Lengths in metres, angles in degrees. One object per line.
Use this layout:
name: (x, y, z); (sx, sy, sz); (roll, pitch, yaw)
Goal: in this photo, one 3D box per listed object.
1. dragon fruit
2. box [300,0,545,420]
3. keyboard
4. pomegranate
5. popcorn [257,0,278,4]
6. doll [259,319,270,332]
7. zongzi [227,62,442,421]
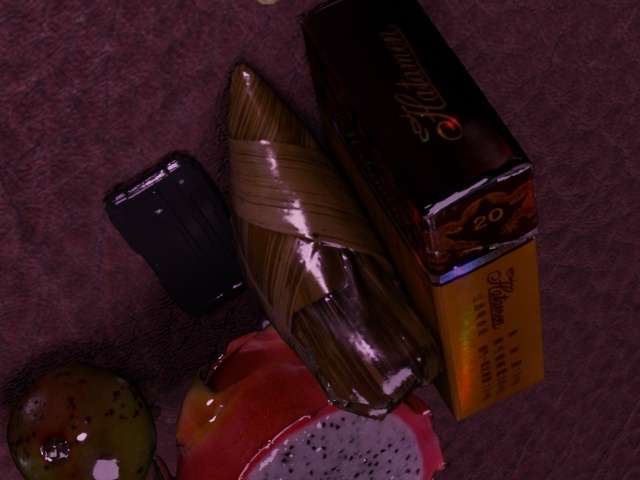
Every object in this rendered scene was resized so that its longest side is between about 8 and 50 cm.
dragon fruit: (-0.042, 0.213, 1.899); (0.305, 0.226, 0.305); (-21, 134, -23)
box: (0.108, -0.031, 1.755); (0.116, 0.264, 0.415); (-25, 147, -7)
keyboard: (-0.133, -0.002, 1.826); (0.106, 0.016, 0.262); (-31, 148, 0)
pomegranate: (-0.242, 0.202, 1.909); (0.159, 0.159, 0.205); (-49, 168, 26)
popcorn: (-0.052, -0.232, 1.528); (0.083, 0.059, 0.068); (-33, 112, -45)
doll: (-0.037, 0.124, 2.039); (0.143, 0.057, 0.099); (-23, 126, -14)
zongzi: (0.000, 0.000, 1.698); (0.134, 0.286, 0.288); (-27, 141, -15)
